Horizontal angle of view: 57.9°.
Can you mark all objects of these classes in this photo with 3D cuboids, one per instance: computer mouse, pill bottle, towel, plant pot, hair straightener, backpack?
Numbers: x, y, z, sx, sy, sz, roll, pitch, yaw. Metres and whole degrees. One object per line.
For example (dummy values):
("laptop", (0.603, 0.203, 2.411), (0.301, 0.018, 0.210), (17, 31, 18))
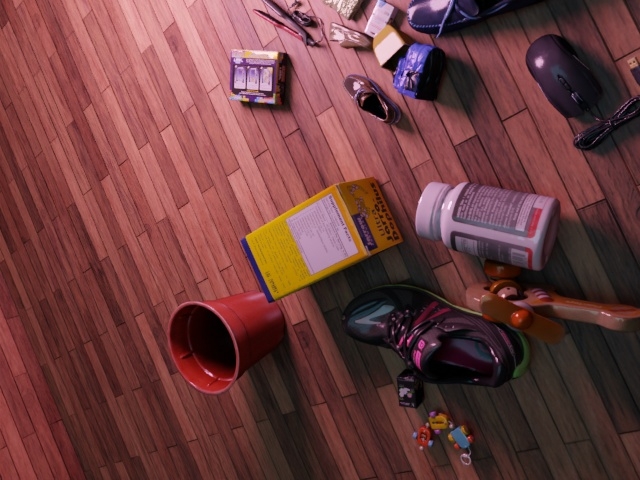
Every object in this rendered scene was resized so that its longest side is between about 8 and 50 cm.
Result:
("computer mouse", (0.545, -0.331, 1.180), (0.184, 0.060, 0.262), (-32, 83, 35))
("pill bottle", (0.371, -0.042, 1.296), (0.283, 0.161, 0.162), (15, 109, 30))
("towel", (0.074, -0.636, 1.437), (0.110, 0.027, 0.148), (41, 118, 18))
("plant pot", (0.173, -0.464, 1.381), (0.081, 0.081, 0.083), (-39, 69, 33))
("hair straightener", (-0.078, -0.593, 1.532), (0.230, 0.047, 0.089), (40, 119, 19))
("backpack", (0.228, -0.397, 1.348), (0.101, 0.098, 0.120), (29, 116, 28))
("plant pot", (-0.259, 0.277, 1.714), (0.272, 0.265, 0.273), (8, 105, 32))

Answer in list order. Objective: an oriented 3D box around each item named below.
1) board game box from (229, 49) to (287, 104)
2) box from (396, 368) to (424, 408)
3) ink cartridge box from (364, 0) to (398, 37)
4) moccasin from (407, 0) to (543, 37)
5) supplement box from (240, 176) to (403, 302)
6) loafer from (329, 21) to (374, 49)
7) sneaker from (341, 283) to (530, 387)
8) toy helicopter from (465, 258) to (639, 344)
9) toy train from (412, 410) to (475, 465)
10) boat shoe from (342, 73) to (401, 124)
("board game box", (-0.177, -0.460, 1.627), (0.170, 0.048, 0.141), (14, 106, 30))
("box", (0.240, 0.394, 1.538), (0.052, 0.062, 0.084), (0, 100, 31))
("ink cartridge box", (0.148, -0.536, 1.409), (0.048, 0.028, 0.083), (38, 118, 21))
("moccasin", (0.333, -0.539, 1.235), (0.341, 0.116, 0.138), (-10, 95, 34))
("supplement box", (0.000, 0.000, 1.526), (0.356, 0.195, 0.194), (-27, 86, 35))
("loafer", (0.079, -0.502, 1.449), (0.148, 0.056, 0.050), (36, 119, 33))
("sneaker", (0.254, 0.230, 1.408), (0.482, 0.202, 0.186), (9, 105, 31))
("toy helicopter", (0.480, 0.140, 1.221), (0.354, 0.235, 0.140), (7, 104, 31))
("toy train", (0.329, 0.513, 1.520), (0.166, 0.046, 0.125), (15, 110, 33))
("boat shoe", (0.120, -0.358, 1.444), (0.183, 0.066, 0.066), (40, 119, 19))
